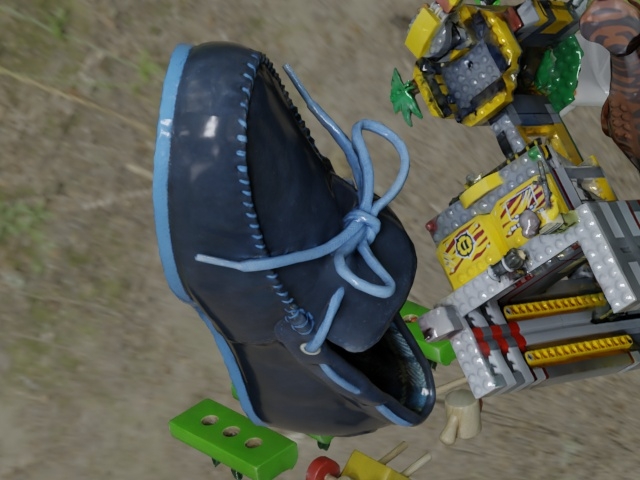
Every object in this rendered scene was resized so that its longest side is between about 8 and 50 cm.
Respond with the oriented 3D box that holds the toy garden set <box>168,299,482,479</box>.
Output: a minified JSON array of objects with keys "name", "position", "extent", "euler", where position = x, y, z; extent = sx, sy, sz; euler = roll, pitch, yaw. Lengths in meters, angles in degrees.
[{"name":"toy garden set","position":[0.038,0.140,1.578],"extent":[0.204,0.244,0.049],"euler":[22,130,43]}]

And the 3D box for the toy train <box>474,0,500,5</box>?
[{"name":"toy train","position":[0.139,-0.196,1.416],"extent":[0.083,0.017,0.024],"euler":[-46,33,-14]}]

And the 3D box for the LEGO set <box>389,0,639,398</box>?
[{"name":"LEGO set","position":[0.149,-0.075,0.881],"extent":[0.331,0.192,0.255],"euler":[-27,76,38]}]

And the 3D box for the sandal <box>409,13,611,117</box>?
[{"name":"sandal","position":[0.188,-0.133,1.728],"extent":[0.076,0.265,0.102],"euler":[-57,37,39]}]

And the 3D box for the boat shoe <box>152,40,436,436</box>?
[{"name":"boat shoe","position":[0.000,0.000,0.799],"extent":[0.089,0.258,0.109],"euler":[6,68,15]}]
